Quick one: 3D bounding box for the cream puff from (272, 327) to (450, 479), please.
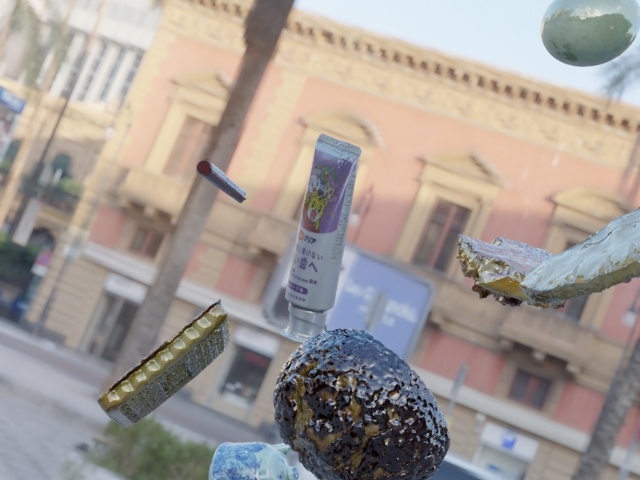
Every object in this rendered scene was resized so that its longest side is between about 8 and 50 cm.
[{"bbox_3d":[0.045,0.228,1.685,0.239,0.165,0.239,41,-22,21],"label":"cream puff"}]

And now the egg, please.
[{"bbox_3d":[0.376,-0.299,1.834,0.152,0.114,0.114,-16,7,-20],"label":"egg"}]

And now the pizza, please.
[{"bbox_3d":[0.282,0.056,1.943,0.161,0.085,0.305,28,12,26],"label":"pizza"}]

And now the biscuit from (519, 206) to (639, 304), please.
[{"bbox_3d":[0.346,0.003,1.443,0.038,0.290,0.141,57,15,-13],"label":"biscuit"}]

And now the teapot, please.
[{"bbox_3d":[-0.105,0.420,2.304,0.159,0.159,0.232,22,32,2],"label":"teapot"}]

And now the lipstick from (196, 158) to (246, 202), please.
[{"bbox_3d":[-0.148,-0.087,2.031,0.027,0.027,0.176,20,-7,19],"label":"lipstick"}]

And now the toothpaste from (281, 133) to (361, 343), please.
[{"bbox_3d":[0.000,0.000,1.924,0.073,0.299,0.114,3,13,-32],"label":"toothpaste"}]

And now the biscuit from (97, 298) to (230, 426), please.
[{"bbox_3d":[-0.170,0.148,1.512,0.029,0.172,0.254,50,-10,8],"label":"biscuit"}]
